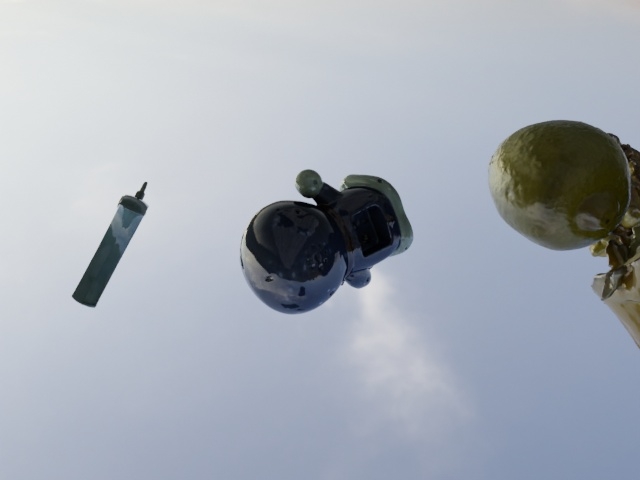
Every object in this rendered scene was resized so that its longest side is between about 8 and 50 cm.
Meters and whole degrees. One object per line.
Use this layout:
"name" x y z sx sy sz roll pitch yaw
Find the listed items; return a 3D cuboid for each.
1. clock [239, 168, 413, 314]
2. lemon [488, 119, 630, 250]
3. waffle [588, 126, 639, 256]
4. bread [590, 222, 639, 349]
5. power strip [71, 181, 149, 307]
"clock" 0.000 0.000 0.989 0.243 0.200 0.146 -26 -164 -28
"lemon" 0.340 -0.085 1.023 0.184 0.184 0.248 -11 -152 -22
"waffle" 0.578 -0.075 1.352 0.261 0.151 0.324 31 -145 -6
"bread" 0.525 0.099 0.876 0.361 0.250 0.394 -37 -88 -43
"power strip" -0.396 0.000 1.366 0.054 0.253 0.167 27 -173 -15
